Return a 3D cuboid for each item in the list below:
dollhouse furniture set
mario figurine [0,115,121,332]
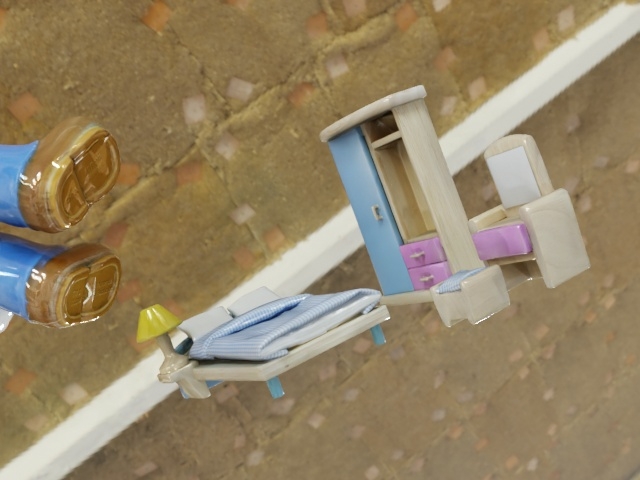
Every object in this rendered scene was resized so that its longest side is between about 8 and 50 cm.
[{"bbox_3d":[0.000,0.000,0.691,0.303,0.286,0.198,-23,-87,-29],"label":"dollhouse furniture set"},{"bbox_3d":[-0.282,-0.047,0.541,0.170,0.321,0.198,58,-134,-74],"label":"mario figurine"}]
